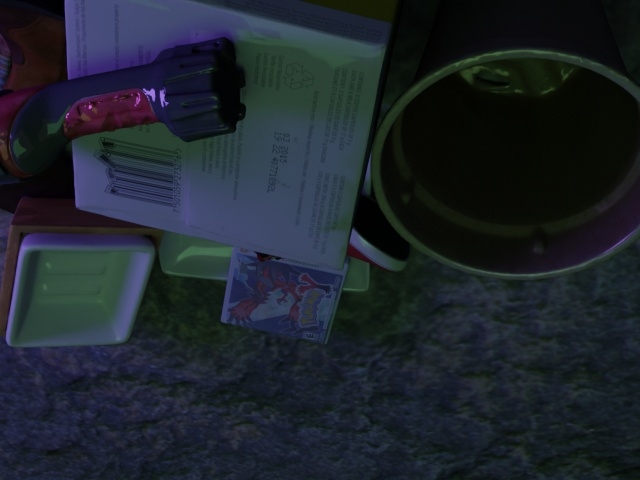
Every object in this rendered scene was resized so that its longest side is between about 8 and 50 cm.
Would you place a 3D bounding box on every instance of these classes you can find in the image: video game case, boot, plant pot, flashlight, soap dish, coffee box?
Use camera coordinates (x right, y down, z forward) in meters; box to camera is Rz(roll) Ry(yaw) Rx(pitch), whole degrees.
[{"bbox_3d":[-0.060,0.081,1.743,0.183,0.023,0.201,12,135,-2],"label":"video game case"},{"bbox_3d":[0.000,0.000,1.613,0.244,0.088,0.176,32,131,-9],"label":"boot"},{"bbox_3d":[0.239,-0.177,1.311,0.333,0.306,0.334,5,135,5],"label":"plant pot"},{"bbox_3d":[-0.424,-0.254,1.485,0.264,0.096,0.280,-4,144,-28],"label":"boot"},{"bbox_3d":[-0.228,-0.124,1.126,0.303,0.103,0.103,-6,129,21],"label":"flashlight"},{"bbox_3d":[-0.391,0.050,1.728,0.228,0.118,0.291,1,142,-22],"label":"soap dish"},{"bbox_3d":[-0.495,-0.068,1.674,0.248,0.090,0.207,-31,128,12],"label":"boot"},{"bbox_3d":[-0.085,-0.225,1.301,0.338,0.334,0.338,13,135,2],"label":"coffee box"}]

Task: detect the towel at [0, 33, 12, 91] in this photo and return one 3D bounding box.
[{"bbox_3d":[-0.594,-0.344,1.491,0.370,0.040,0.271,20,134,-9],"label":"towel"}]

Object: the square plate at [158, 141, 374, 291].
[{"bbox_3d":[-0.090,-0.066,1.657,0.343,0.049,0.347,5,134,6],"label":"square plate"}]
